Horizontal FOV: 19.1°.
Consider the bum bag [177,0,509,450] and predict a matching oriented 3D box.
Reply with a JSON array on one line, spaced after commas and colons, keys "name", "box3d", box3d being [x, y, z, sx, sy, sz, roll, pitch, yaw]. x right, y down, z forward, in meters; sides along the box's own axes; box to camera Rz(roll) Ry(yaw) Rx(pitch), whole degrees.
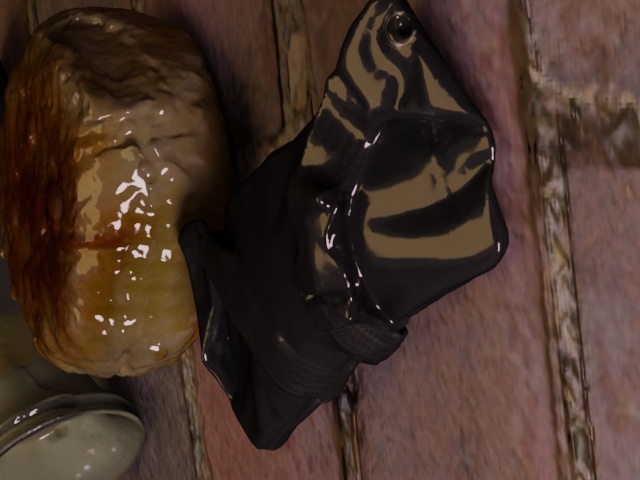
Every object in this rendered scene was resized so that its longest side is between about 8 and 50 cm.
[{"name": "bum bag", "box3d": [0.000, 0.000, 0.820, 0.248, 0.060, 0.123, -54, 50, 57]}]

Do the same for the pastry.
[{"name": "pastry", "box3d": [-0.111, -0.026, 1.009, 0.182, 0.093, 0.192, 50, 138, 49]}]

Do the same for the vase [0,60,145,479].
[{"name": "vase", "box3d": [-0.231, 0.022, 1.222, 0.321, 0.173, 0.173, 59, 149, 27]}]
